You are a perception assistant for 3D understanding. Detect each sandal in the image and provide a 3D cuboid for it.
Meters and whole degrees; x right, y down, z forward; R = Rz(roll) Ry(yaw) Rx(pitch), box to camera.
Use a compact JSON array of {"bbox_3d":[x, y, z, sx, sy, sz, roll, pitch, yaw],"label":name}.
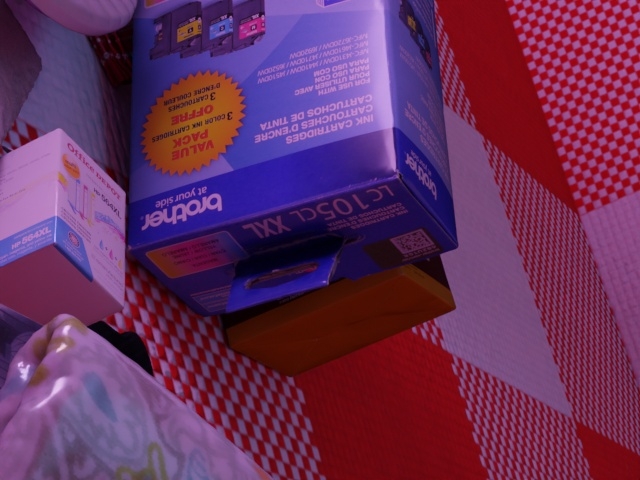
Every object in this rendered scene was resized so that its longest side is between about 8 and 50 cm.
[{"bbox_3d":[-0.233,-0.252,1.634,0.169,0.102,0.416,55,13,-13],"label":"sandal"},{"bbox_3d":[-0.172,0.102,1.517,0.179,0.040,0.067,34,40,-82],"label":"sandal"}]

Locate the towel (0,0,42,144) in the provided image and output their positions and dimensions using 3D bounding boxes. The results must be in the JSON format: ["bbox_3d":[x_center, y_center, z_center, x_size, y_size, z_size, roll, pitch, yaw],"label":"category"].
[{"bbox_3d":[-0.300,-0.147,1.450,0.187,0.049,0.282,59,19,-22],"label":"towel"}]

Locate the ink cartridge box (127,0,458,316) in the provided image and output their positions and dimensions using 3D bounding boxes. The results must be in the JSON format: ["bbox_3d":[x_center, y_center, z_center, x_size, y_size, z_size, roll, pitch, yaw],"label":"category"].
[{"bbox_3d":[-0.028,-0.102,1.723,0.151,0.270,0.395,46,34,-53],"label":"ink cartridge box"}]

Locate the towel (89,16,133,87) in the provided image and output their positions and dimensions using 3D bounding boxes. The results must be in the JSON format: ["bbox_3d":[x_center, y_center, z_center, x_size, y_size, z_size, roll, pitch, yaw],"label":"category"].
[{"bbox_3d":[-0.213,-0.281,1.868,0.275,0.031,0.199,65,18,-3],"label":"towel"}]

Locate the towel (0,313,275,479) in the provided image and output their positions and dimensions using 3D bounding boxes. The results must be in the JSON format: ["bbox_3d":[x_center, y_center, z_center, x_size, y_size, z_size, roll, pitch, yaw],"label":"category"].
[{"bbox_3d":[-0.120,0.280,1.041,0.320,0.090,0.374,45,59,-26],"label":"towel"}]

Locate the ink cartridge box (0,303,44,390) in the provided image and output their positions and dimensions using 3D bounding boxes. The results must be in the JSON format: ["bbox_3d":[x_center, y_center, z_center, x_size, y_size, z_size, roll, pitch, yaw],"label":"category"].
[{"bbox_3d":[-0.213,0.110,1.156,0.333,0.065,0.165,30,33,-22],"label":"ink cartridge box"}]

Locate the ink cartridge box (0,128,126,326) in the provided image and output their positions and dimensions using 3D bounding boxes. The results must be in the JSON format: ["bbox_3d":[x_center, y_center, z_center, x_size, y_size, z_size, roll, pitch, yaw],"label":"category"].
[{"bbox_3d":[-0.211,-0.008,1.453,0.092,0.090,0.143,48,26,-41],"label":"ink cartridge box"}]

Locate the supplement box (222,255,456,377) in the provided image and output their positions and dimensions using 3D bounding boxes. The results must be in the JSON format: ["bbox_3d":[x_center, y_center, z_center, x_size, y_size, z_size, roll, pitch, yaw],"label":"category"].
[{"bbox_3d":[0.000,0.000,1.848,0.129,0.191,0.194,33,38,-58],"label":"supplement box"}]
